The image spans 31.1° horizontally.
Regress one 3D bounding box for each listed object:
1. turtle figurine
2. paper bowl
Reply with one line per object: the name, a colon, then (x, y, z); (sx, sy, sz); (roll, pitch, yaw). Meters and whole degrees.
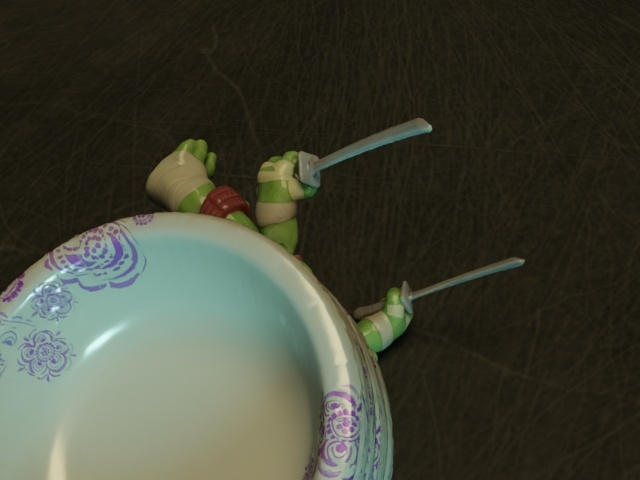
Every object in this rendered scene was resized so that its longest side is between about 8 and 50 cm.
turtle figurine: (0.000, 0.000, 0.936); (0.198, 0.275, 0.266); (11, 19, -47)
paper bowl: (-0.093, 0.135, 0.750); (0.284, 0.148, 0.284); (-6, 68, 16)
